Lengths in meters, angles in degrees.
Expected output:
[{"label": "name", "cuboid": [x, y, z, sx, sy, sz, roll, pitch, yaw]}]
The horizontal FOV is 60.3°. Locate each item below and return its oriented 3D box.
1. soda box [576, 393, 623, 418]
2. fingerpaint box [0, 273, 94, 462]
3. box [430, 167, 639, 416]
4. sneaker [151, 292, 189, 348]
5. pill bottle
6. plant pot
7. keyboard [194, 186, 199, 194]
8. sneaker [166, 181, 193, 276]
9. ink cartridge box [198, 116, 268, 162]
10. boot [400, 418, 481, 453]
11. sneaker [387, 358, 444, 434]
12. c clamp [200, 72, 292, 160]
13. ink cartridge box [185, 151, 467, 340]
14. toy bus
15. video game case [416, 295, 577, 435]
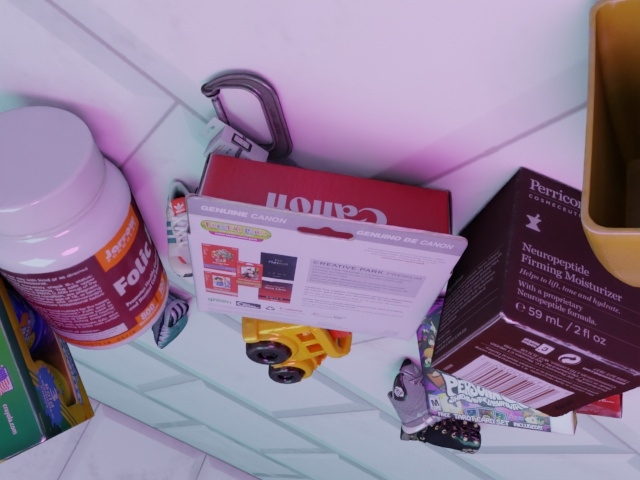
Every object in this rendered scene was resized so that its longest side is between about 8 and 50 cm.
[{"label": "soda box", "cuboid": [0.357, 0.227, 0.925, 0.263, 0.083, 0.092, -2, 141, 30]}, {"label": "fingerpaint box", "cuboid": [-0.567, 0.143, 0.934, 0.445, 0.163, 0.371, 65, 164, 7]}, {"label": "box", "cuboid": [0.251, 0.064, 0.637, 0.168, 0.203, 0.167, 22, 147, -3]}, {"label": "sneaker", "cuboid": [-0.360, 0.168, 1.259, 0.098, 0.083, 0.223, 41, 142, 6]}, {"label": "pill bottle", "cuboid": [-0.391, -0.003, 0.872, 0.224, 0.224, 0.392, 14, 147, 9]}, {"label": "plant pot", "cuboid": [0.328, -0.058, 0.437, 0.212, 0.212, 0.187, 2, 155, 27]}, {"label": "keyboard", "cuboid": [-0.098, -0.048, 0.831, 0.180, 0.023, 0.108, -4, 140, 34]}, {"label": "sneaker", "cuboid": [-0.208, -0.020, 0.821, 0.057, 0.161, 0.075, -11, 138, -6]}, {"label": "ink cartridge box", "cuboid": [-0.115, -0.114, 0.701, 0.083, 0.028, 0.048, 32, 142, -25]}, {"label": "boot", "cuboid": [0.278, 0.410, 1.242, 0.178, 0.085, 0.236, 11, 146, 7]}, {"label": "sneaker", "cuboid": [0.221, 0.279, 1.081, 0.229, 0.086, 0.132, -39, 76, 25]}, {"label": "c clamp", "cuboid": [-0.104, -0.145, 0.693, 0.137, 0.022, 0.160, 12, 147, 14]}, {"label": "ink cartridge box", "cuboid": [0.000, 0.000, 0.702, 0.309, 0.130, 0.272, 9, 147, -3]}, {"label": "toy bus", "cuboid": [-0.010, 0.152, 0.986, 0.211, 0.149, 0.220, -10, 141, 15]}, {"label": "video game case", "cuboid": [0.271, 0.191, 0.866, 0.232, 0.042, 0.210, -1, 107, 30]}]
